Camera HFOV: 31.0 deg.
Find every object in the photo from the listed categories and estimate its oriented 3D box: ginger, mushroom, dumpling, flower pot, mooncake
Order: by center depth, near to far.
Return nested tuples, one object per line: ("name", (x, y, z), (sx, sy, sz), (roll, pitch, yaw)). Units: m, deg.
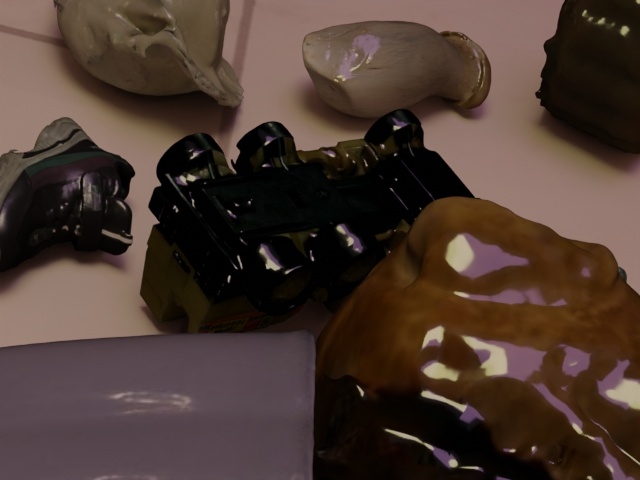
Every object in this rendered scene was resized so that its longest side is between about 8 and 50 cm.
("flower pot", (-0.126, 0.159, 0.457), (0.243, 0.265, 0.265), (4, 36, 1))
("ginger", (0.117, 0.114, 0.634), (0.269, 0.200, 0.223), (27, 55, 11))
("dumpling", (-0.137, -0.189, 1.016), (0.172, 0.142, 0.247), (34, 10, -45))
("mushroom", (0.069, -0.162, 1.081), (0.212, 0.088, 0.097), (-12, 13, -42))
("mooncake", (0.295, -0.207, 1.126), (0.124, 0.228, 0.228), (22, 35, 19))

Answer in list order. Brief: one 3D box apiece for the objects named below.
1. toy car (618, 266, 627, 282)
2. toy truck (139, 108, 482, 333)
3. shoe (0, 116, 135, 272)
("toy car", (0.188, 0.076, 0.841), (0.095, 0.056, 0.205), (9, 40, -13))
("toy truck", (0.003, -0.004, 0.812), (0.257, 0.127, 0.127), (-16, 54, -39))
("shoe", (-0.174, -0.022, 0.809), (0.099, 0.071, 0.169), (23, 33, 2))
